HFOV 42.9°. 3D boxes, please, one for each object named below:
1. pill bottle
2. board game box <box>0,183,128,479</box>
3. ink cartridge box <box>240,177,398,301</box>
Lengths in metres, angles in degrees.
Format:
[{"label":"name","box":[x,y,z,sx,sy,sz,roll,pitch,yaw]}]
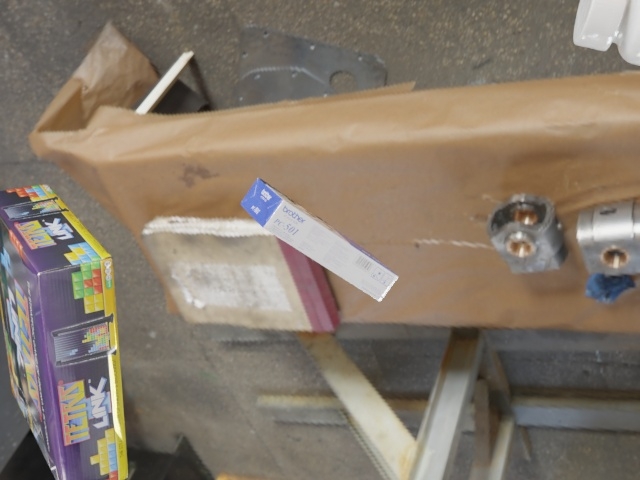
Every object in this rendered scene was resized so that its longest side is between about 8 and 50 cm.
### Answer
[{"label":"pill bottle","box":[0.397,-0.241,0.877,0.221,0.121,0.121,13,137,6]},{"label":"board game box","box":[-0.182,0.065,0.559,0.141,0.048,0.170,35,130,51]},{"label":"ink cartridge box","box":[0.000,0.000,1.066,0.207,0.046,0.097,33,-175,-31]}]
